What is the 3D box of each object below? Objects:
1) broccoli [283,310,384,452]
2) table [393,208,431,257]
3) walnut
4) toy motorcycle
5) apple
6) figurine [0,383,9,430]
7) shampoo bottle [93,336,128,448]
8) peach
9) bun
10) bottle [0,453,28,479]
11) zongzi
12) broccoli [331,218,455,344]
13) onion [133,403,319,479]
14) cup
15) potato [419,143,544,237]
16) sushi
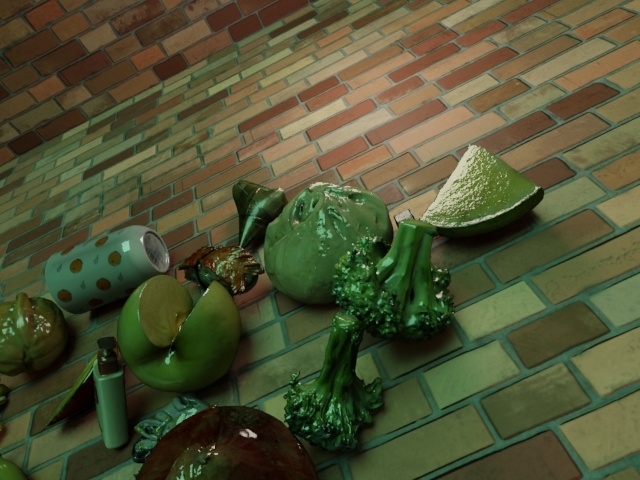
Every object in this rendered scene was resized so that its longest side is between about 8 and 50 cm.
[{"bbox_3d":[0.056,0.283,0.926,0.274,0.199,0.177,-60,20,14],"label":"broccoli"},{"bbox_3d":[0.226,-0.009,1.176,0.043,0.133,0.133,-24,43,7],"label":"table"},{"bbox_3d":[-0.892,0.275,1.439,0.225,0.256,0.257,-10,34,-29],"label":"walnut"},{"bbox_3d":[-0.332,0.424,1.108,0.225,0.073,0.152,-19,42,9],"label":"toy motorcycle"},{"bbox_3d":[-0.334,0.214,1.153,0.292,0.291,0.254,-21,14,9],"label":"apple"},{"bbox_3d":[-0.968,0.508,1.342,0.157,0.131,0.246,-12,32,-3],"label":"figurine"},{"bbox_3d":[-0.505,0.341,1.137,0.071,0.283,0.153,-9,32,-27],"label":"shampoo bottle"},{"bbox_3d":[-0.617,0.388,1.261,0.279,0.068,0.189,-56,14,-8],"label":"peach"},{"bbox_3d":[0.000,0.000,1.223,0.362,0.234,0.325,-10,51,29],"label":"bun"},{"bbox_3d":[-0.774,0.598,1.148,0.260,0.112,0.112,18,60,39],"label":"bottle"},{"bbox_3d":[-0.242,-0.079,1.508,0.221,0.112,0.242,22,64,39],"label":"zongzi"},{"bbox_3d":[0.151,0.090,1.002,0.236,0.259,0.288,-11,8,20],"label":"broccoli"},{"bbox_3d":[-0.172,0.458,0.834,0.354,0.353,0.353,-15,45,15],"label":"onion"},{"bbox_3d":[-0.654,0.084,1.500,0.318,0.212,0.212,-19,44,10],"label":"cup"},{"bbox_3d":[0.369,-0.090,1.197,0.255,0.112,0.269,-34,40,1],"label":"potato"},{"bbox_3d":[-0.285,0.085,1.337,0.332,0.130,0.124,-2,40,54],"label":"sushi"}]
